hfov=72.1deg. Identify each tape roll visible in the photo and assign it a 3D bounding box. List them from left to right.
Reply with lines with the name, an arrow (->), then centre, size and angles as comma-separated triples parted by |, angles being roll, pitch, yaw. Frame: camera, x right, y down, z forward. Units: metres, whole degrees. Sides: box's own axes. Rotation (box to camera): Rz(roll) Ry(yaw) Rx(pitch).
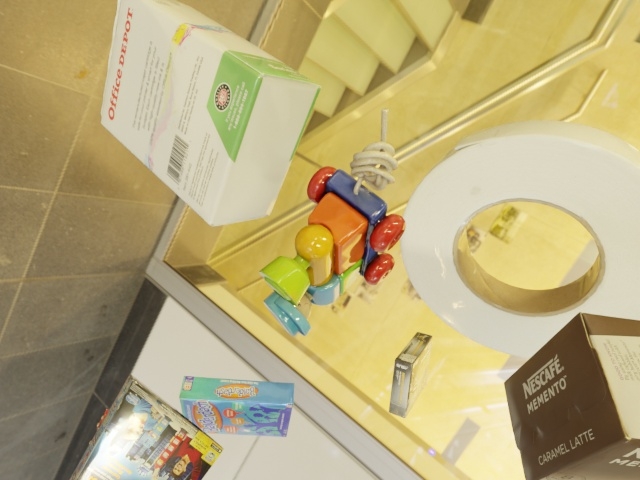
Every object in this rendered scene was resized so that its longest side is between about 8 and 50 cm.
tape roll -> 0.314, 0.013, 0.673 | 0.072, 0.392, 0.392 | -45, 156, -46

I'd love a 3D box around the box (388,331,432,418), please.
box -> 0.288, 0.417, 1.387 | 0.231, 0.056, 0.182 | -19, 116, -59

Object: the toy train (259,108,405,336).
toy train -> 0.000, 0.000, 0.418 | 0.143, 0.105, 0.248 | -45, 160, -19

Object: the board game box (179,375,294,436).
board game box -> -0.164, 0.334, 0.874 | 0.047, 0.210, 0.160 | -89, -173, -45

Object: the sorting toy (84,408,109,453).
sorting toy -> -0.452, 0.421, 0.925 | 0.046, 0.275, 0.132 | 25, 79, -26

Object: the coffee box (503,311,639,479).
coffee box -> 0.306, 0.148, 0.358 | 0.141, 0.247, 0.098 | 101, -4, -48

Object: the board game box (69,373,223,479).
board game box -> -0.292, 0.351, 0.687 | 0.194, 0.194, 0.060 | -50, -164, -23

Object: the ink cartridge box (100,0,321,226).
ink cartridge box -> -0.164, -0.183, 0.600 | 0.117, 0.278, 0.201 | -16, 139, -52
